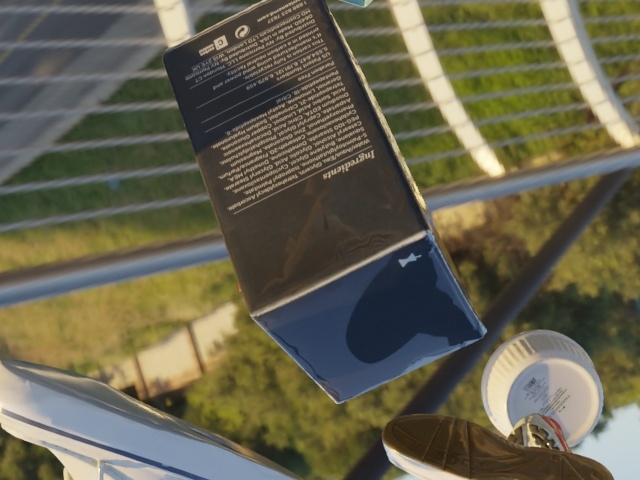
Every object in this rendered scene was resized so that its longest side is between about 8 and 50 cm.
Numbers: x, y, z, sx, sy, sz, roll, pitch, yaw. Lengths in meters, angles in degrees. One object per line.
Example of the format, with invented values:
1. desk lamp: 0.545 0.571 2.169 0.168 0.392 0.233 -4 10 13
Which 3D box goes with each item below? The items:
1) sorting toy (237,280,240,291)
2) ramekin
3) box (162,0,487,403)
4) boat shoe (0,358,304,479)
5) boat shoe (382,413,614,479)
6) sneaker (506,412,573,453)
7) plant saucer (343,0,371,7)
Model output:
1. sorting toy: 0.000 0.000 1.527 0.274 0.132 0.046 -1 159 -18
2. ramekin: 0.388 0.267 1.901 0.207 0.207 0.109 -19 -171 1
3. box: 0.005 -0.054 1.325 0.212 0.395 0.293 -26 147 6
4. boat shoe: -0.170 0.232 0.998 0.136 0.156 0.367 21 170 44
5. boat shoe: 0.202 0.289 1.306 0.277 0.096 0.098 16 -144 11
6. sneaker: 0.340 0.368 1.505 0.107 0.279 0.118 -17 178 26
7. plant saucer: 0.077 -0.395 1.598 0.067 0.018 0.192 13 159 -20
